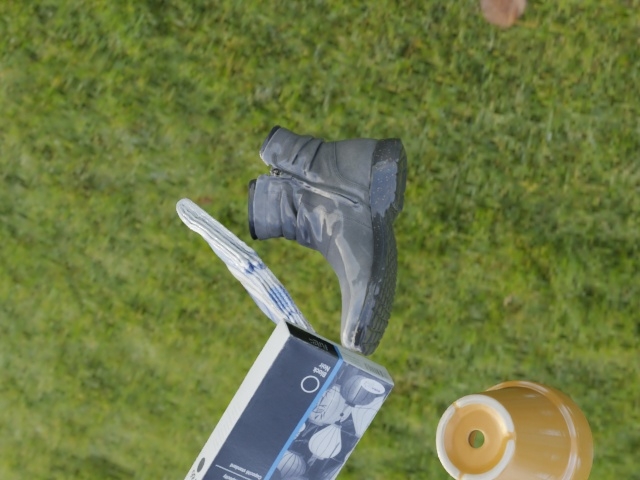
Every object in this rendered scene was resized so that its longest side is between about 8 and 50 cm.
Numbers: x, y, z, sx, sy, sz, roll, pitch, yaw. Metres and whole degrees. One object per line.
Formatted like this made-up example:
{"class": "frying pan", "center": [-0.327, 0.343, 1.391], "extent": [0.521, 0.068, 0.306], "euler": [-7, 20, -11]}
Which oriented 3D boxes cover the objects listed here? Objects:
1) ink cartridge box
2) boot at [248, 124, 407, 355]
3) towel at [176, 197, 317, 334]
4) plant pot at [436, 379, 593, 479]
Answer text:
{"class": "ink cartridge box", "center": [-0.060, 0.279, 1.582], "extent": [0.165, 0.065, 0.332], "euler": [26, 103, -20]}
{"class": "boot", "center": [0.000, 0.000, 1.764], "extent": [0.223, 0.338, 0.118], "euler": [3, 158, 13]}
{"class": "towel", "center": [-0.102, 0.063, 1.832], "extent": [0.209, 0.034, 0.285], "euler": [37, 167, 41]}
{"class": "plant pot", "center": [0.270, 0.300, 1.781], "extent": [0.205, 0.205, 0.188], "euler": [-11, 161, 32]}
